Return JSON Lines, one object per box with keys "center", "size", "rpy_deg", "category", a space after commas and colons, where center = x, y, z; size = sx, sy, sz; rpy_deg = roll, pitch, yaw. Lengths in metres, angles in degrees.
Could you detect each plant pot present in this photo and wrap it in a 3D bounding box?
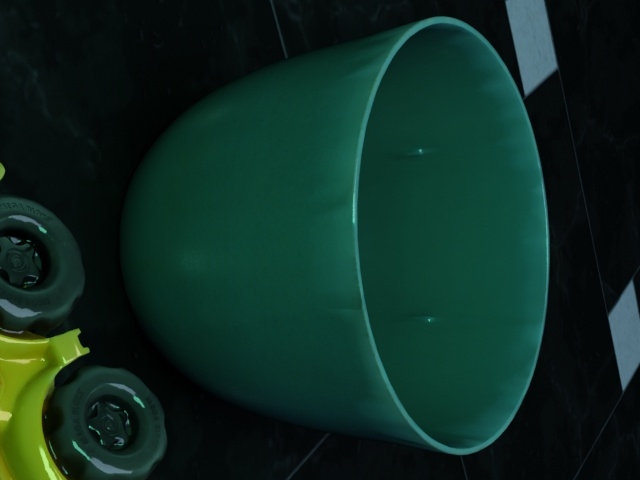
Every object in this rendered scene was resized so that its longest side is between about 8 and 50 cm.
{"center": [0.000, 0.000, 0.897], "size": [0.293, 0.235, 0.293], "rpy_deg": [5, 84, -58], "category": "plant pot"}

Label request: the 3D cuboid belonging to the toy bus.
{"center": [-0.207, 0.092, 0.603], "size": [0.211, 0.149, 0.220], "rpy_deg": [-21, 79, -52], "category": "toy bus"}
